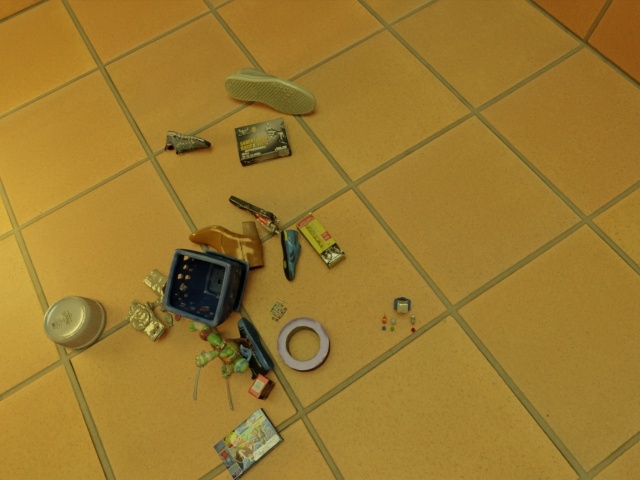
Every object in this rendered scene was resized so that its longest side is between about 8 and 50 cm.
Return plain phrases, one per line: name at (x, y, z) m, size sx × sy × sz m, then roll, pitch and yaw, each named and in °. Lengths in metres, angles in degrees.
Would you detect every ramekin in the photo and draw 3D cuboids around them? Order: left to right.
ramekin at (-0.955, 0.311, 1.645) m, size 0.208 × 0.109 × 0.206 m, roll -2°, pitch 68°, yaw 4°

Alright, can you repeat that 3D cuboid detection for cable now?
cable at (-0.282, -0.112, 1.751) m, size 0.288 × 0.139 × 0.072 m, roll 25°, pitch 81°, yaw 18°

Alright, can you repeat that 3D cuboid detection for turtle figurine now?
turtle figurine at (-0.385, 0.417, 1.498) m, size 0.266 × 0.198 × 0.274 m, roll 40°, pitch 108°, yaw 39°

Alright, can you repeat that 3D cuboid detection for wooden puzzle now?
wooden puzzle at (-0.163, 0.271, 1.649) m, size 0.049 × 0.006 × 0.083 m, roll 33°, pitch 74°, yaw 17°

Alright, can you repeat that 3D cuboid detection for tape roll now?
tape roll at (-0.060, 0.380, 1.556) m, size 0.189 × 0.080 × 0.188 m, roll -1°, pitch 68°, yaw 4°

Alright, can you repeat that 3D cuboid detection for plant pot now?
plant pot at (-0.404, 0.158, 1.574) m, size 0.236 × 0.212 × 0.235 m, roll 15°, pitch 97°, yaw 17°

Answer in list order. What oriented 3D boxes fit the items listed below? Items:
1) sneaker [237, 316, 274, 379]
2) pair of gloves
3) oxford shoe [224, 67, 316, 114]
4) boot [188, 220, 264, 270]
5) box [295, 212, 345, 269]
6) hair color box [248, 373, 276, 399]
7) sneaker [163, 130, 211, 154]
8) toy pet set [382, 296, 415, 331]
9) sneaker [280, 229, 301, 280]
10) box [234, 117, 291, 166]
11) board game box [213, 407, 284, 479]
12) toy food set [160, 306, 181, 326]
sneaker at (-0.263, 0.397, 1.566) m, size 0.091 × 0.081 × 0.232 m, roll -38°, pitch 61°, yaw 7°
pair of gloves at (-0.640, 0.248, 1.663) m, size 0.204 × 0.042 × 0.240 m, roll 23°, pitch 77°, yaw 23°
oxford shoe at (-0.226, -0.707, 1.987) m, size 0.450 × 0.169 × 0.130 m, roll 17°, pitch 50°, yaw 12°
boot at (-0.380, 0.046, 1.712) m, size 0.296 × 0.104 × 0.211 m, roll -11°, pitch 71°, yaw 3°
box at (0.000, 0.000, 1.719) m, size 0.087 × 0.058 × 0.232 m, roll -35°, pitch 69°, yaw -9°
hair color box at (-0.201, 0.511, 1.479) m, size 0.043 × 0.141 × 0.071 m, roll 28°, pitch 73°, yaw 15°
sneaker at (-0.609, -0.432, 1.954) m, size 0.224 × 0.083 × 0.098 m, roll 15°, pitch 90°, yaw 15°
toy pet set at (0.295, 0.274, 1.593) m, size 0.122 × 0.065 × 0.114 m, roll 3°, pitch 103°, yaw 9°
sneaker at (-0.108, 0.056, 1.702) m, size 0.082 × 0.069 × 0.209 m, roll 1°, pitch 74°, yaw -24°
box at (-0.260, -0.447, 1.928) m, size 0.231 × 0.056 × 0.182 m, roll -12°, pitch 68°, yaw -1°
board game box at (-0.246, 0.697, 1.464) m, size 0.201 × 0.035 × 0.136 m, roll -37°, pitch 69°, yaw -10°
toy food set at (-0.589, 0.272, 1.678) m, size 0.078 × 0.019 × 0.122 m, roll -32°, pitch 69°, yaw -9°
